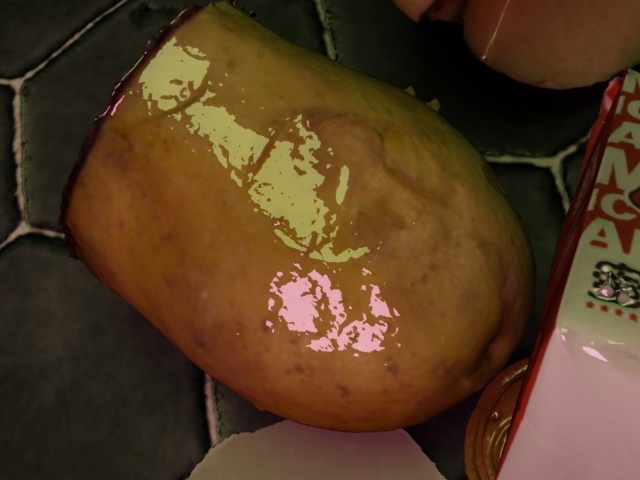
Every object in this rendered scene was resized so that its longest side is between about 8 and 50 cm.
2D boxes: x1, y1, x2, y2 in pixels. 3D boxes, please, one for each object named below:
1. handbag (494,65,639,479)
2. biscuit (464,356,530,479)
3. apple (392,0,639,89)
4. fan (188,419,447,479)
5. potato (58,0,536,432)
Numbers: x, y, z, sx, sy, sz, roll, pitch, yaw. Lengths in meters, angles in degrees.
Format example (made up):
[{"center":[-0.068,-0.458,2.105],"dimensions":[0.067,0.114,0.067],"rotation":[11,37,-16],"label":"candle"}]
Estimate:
[{"center":[0.211,0.026,0.691],"dimensions":[0.171,0.151,0.298],"rotation":[19,43,9],"label":"handbag"},{"center":[0.151,0.137,0.713],"dimensions":[0.124,0.026,0.175],"rotation":[-25,55,2],"label":"biscuit"},{"center":[0.130,-0.259,0.808],"dimensions":[0.258,0.295,0.233],"rotation":[-54,54,17],"label":"apple"},{"center":[0.007,0.231,0.708],"dimensions":[0.182,0.010,0.310],"rotation":[-20,52,6],"label":"fan"},{"center":[0.000,0.000,0.759],"dimensions":[0.266,0.229,0.229],"rotation":[39,76,17],"label":"potato"}]
